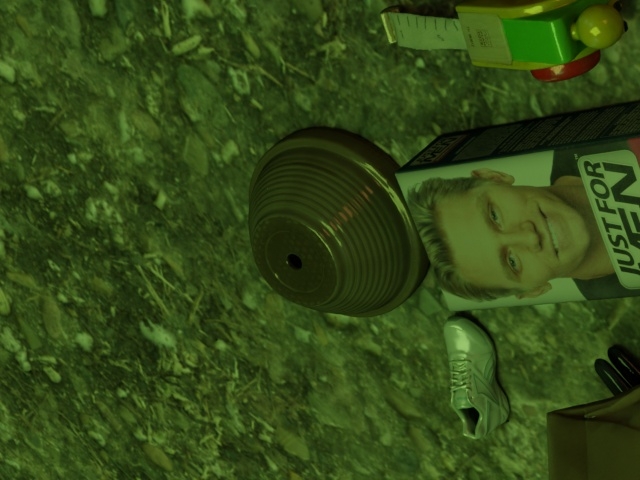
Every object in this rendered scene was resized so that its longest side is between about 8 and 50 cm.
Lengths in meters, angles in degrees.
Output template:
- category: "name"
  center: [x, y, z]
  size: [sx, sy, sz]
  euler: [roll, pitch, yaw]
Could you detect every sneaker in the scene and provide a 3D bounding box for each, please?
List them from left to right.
- category: "sneaker"
  center: [0.172, 0.158, 1.895]
  size: [0.053, 0.061, 0.152]
  euler: [-4, 114, 41]

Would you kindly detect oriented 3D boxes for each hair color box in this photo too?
- category: "hair color box"
  center: [0.262, -0.034, 1.664]
  size: [0.347, 0.105, 0.174]
  euler: [-7, 113, 41]

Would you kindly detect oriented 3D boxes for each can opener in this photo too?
- category: "can opener"
  center: [0.362, 0.192, 1.771]
  size: [0.186, 0.059, 0.073]
  euler: [46, 136, 2]

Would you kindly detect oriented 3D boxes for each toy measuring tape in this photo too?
- category: "toy measuring tape"
  center: [0.190, -0.220, 1.622]
  size: [0.330, 0.121, 0.121]
  euler: [16, 130, 58]

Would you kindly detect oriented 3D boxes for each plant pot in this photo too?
- category: "plant pot"
  center: [0.000, 0.000, 1.887]
  size: [0.237, 0.110, 0.237]
  euler: [20, 130, 26]

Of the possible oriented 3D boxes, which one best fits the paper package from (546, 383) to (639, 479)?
- category: "paper package"
  center: [0.364, 0.340, 1.616]
  size: [0.168, 0.309, 0.325]
  euler: [-25, 120, 20]
